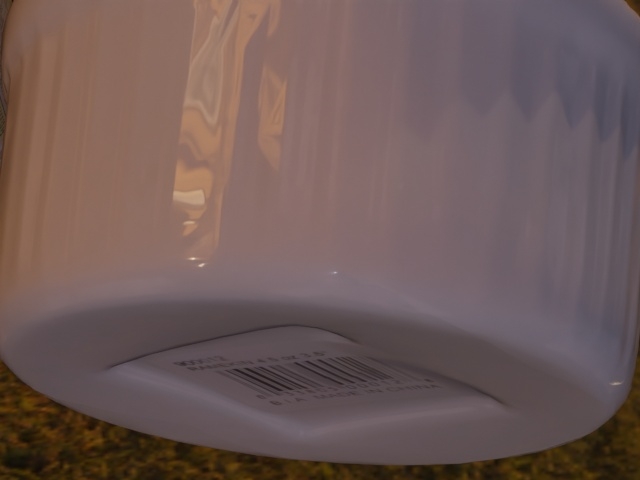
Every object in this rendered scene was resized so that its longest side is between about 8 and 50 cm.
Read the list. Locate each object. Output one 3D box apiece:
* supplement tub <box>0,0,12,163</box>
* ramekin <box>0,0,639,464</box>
[{"bbox_3d":[-0.363,-0.166,1.036,0.235,0.325,0.235,2,65,-4],"label":"supplement tub"},{"bbox_3d":[0.000,0.000,0.522,0.277,0.277,0.135,25,61,-41],"label":"ramekin"}]
